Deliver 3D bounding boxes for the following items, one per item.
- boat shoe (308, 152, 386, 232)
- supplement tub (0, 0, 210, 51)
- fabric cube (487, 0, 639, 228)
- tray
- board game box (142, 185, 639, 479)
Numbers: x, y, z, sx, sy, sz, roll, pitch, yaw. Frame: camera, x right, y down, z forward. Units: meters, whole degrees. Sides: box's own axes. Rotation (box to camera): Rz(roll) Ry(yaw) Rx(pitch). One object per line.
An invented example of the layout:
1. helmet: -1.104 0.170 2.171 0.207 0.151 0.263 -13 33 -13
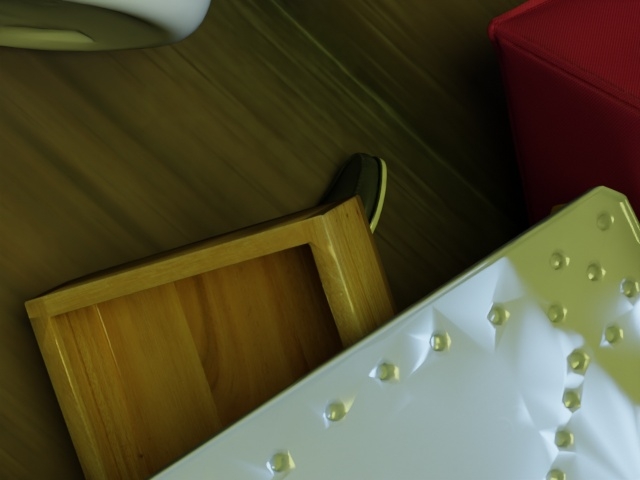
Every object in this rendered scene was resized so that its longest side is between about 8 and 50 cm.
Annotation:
1. boat shoe: 0.001 0.000 1.280 0.042 0.049 0.133 31 82 -26
2. supplement tub: -0.162 -0.279 1.131 0.228 0.228 0.316 6 86 -21
3. fabric cube: 0.293 -0.041 1.240 0.259 0.258 0.254 -28 125 -19
4. tray: -0.011 0.198 1.197 0.203 0.076 0.411 -16 97 23
5. board game box: 0.099 0.225 1.110 0.390 0.050 0.390 -31 102 -29
